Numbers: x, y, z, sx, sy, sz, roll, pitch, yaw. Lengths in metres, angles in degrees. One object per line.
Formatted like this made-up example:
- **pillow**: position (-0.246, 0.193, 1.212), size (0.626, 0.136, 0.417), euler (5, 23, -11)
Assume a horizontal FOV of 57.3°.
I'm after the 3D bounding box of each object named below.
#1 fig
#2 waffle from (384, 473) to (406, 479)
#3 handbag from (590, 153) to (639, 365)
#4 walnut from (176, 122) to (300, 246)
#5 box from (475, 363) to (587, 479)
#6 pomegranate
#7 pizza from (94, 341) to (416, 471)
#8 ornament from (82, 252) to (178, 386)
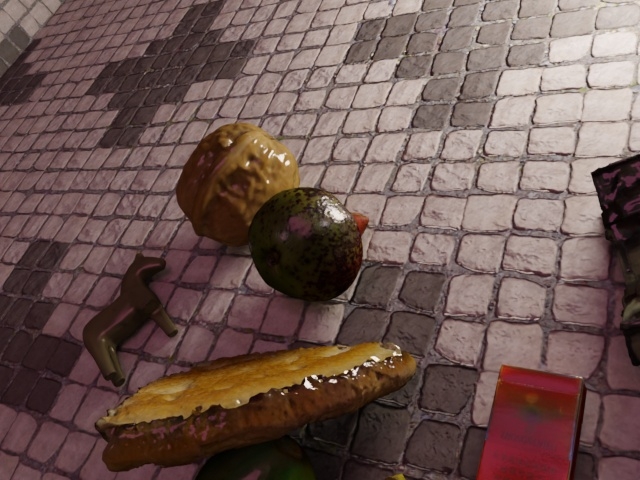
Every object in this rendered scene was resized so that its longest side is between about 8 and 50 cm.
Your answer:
- **fig**: position (-0.085, 0.348, 0.797), size (0.191, 0.181, 0.181), euler (-57, 43, 18)
- **waffle**: position (0.086, 0.448, 0.725), size (0.291, 0.051, 0.291), euler (-16, 47, 18)
- **handbag**: position (0.550, -0.005, 0.761), size (0.327, 0.162, 0.325), euler (-15, 45, 28)
- **walnut**: position (-0.171, -0.110, 1.194), size (0.224, 0.257, 0.257), euler (37, 76, 10)
- **box**: position (0.278, 0.258, 0.769), size (0.112, 0.048, 0.175), euler (4, 58, 33)
- **pomegranate**: position (0.000, 0.000, 1.053), size (0.248, 0.214, 0.214), euler (-19, 33, -40)
- **pizza**: position (-0.124, 0.229, 0.834), size (0.435, 0.392, 0.080), euler (-12, 88, 28)
- **ornament**: position (-0.393, 0.144, 1.221), size (0.230, 0.061, 0.245), euler (-42, 50, -9)
